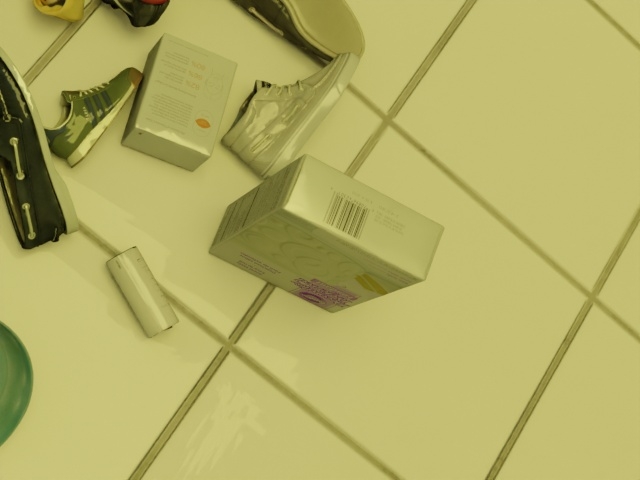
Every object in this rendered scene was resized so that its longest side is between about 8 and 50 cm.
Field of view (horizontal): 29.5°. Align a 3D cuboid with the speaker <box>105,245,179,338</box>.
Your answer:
[{"bbox_3d":[-0.270,0.079,1.847,0.055,0.055,0.136,-31,92,-26],"label":"speaker"}]

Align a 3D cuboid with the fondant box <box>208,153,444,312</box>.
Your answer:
[{"bbox_3d":[0.000,0.000,1.831,0.238,0.330,0.096,27,70,-16],"label":"fondant box"}]

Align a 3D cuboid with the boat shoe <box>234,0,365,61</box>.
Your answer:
[{"bbox_3d":[-0.068,-0.412,2.041,0.335,0.095,0.112,38,69,-17],"label":"boat shoe"}]

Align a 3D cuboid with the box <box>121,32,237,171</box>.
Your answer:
[{"bbox_3d":[-0.223,-0.216,1.916,0.130,0.091,0.170,21,70,-18],"label":"box"}]

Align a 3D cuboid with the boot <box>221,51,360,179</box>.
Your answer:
[{"bbox_3d":[-0.050,-0.231,1.978,0.123,0.095,0.258,37,78,-9],"label":"boot"}]

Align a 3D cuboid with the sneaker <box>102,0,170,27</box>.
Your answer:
[{"bbox_3d":[-0.323,-0.446,1.922,0.097,0.135,0.276,-22,64,-32],"label":"sneaker"}]

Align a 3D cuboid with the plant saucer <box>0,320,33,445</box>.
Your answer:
[{"bbox_3d":[-0.543,0.202,1.611,0.317,0.044,0.318,-15,129,-20],"label":"plant saucer"}]

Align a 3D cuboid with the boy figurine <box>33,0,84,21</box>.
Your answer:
[{"bbox_3d":[-0.439,-0.470,1.857,0.177,0.092,0.285,-12,100,14],"label":"boy figurine"}]

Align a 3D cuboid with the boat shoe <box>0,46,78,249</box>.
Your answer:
[{"bbox_3d":[-0.445,-0.133,1.758,0.091,0.114,0.302,-26,103,-23],"label":"boat shoe"}]

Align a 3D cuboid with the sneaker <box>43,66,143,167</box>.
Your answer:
[{"bbox_3d":[-0.357,-0.210,1.869,0.086,0.064,0.192,39,69,-17],"label":"sneaker"}]
